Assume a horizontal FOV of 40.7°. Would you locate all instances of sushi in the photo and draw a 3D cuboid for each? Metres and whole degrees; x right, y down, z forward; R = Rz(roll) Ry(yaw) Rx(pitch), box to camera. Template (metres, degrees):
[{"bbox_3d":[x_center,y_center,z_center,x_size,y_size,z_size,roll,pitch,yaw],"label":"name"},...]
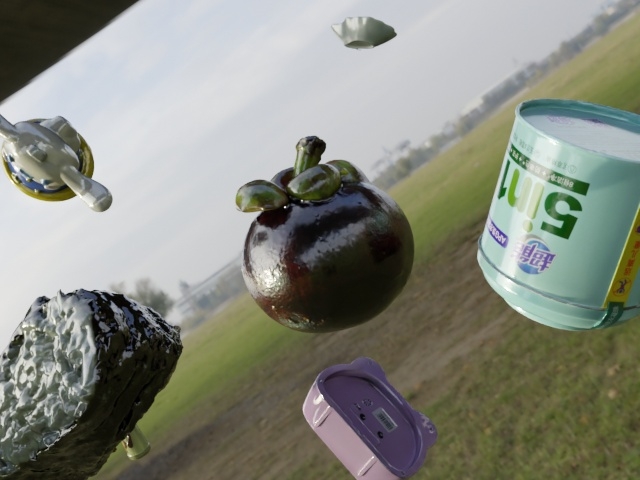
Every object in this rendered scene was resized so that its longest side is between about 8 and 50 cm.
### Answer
[{"bbox_3d":[-0.339,0.207,1.162,0.350,0.211,0.170,-46,-35,23],"label":"sushi"}]

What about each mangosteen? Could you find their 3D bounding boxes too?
[{"bbox_3d":[0.006,0.011,1.550,0.330,0.330,0.330,-35,0,0],"label":"mangosteen"}]

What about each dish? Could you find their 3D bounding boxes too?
[{"bbox_3d":[0.071,-0.375,1.588,0.091,0.039,0.137,17,-7,-43],"label":"dish"}]

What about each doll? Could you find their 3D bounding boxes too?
[{"bbox_3d":[-0.500,-0.157,1.658,0.160,0.311,0.243,-52,-9,-23],"label":"doll"}]

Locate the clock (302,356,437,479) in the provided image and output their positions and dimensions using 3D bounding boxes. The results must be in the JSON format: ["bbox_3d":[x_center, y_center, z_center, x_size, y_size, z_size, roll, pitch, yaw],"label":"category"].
[{"bbox_3d":[0.057,0.211,0.994,0.110,0.153,0.050,-24,-25,-49],"label":"clock"}]

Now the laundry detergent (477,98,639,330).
[{"bbox_3d":[0.408,-0.033,1.353,0.287,0.287,0.305,-36,-38,-57],"label":"laundry detergent"}]

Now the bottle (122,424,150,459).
[{"bbox_3d":[-0.376,0.378,1.693,0.047,0.101,0.063,-36,20,-35],"label":"bottle"}]
